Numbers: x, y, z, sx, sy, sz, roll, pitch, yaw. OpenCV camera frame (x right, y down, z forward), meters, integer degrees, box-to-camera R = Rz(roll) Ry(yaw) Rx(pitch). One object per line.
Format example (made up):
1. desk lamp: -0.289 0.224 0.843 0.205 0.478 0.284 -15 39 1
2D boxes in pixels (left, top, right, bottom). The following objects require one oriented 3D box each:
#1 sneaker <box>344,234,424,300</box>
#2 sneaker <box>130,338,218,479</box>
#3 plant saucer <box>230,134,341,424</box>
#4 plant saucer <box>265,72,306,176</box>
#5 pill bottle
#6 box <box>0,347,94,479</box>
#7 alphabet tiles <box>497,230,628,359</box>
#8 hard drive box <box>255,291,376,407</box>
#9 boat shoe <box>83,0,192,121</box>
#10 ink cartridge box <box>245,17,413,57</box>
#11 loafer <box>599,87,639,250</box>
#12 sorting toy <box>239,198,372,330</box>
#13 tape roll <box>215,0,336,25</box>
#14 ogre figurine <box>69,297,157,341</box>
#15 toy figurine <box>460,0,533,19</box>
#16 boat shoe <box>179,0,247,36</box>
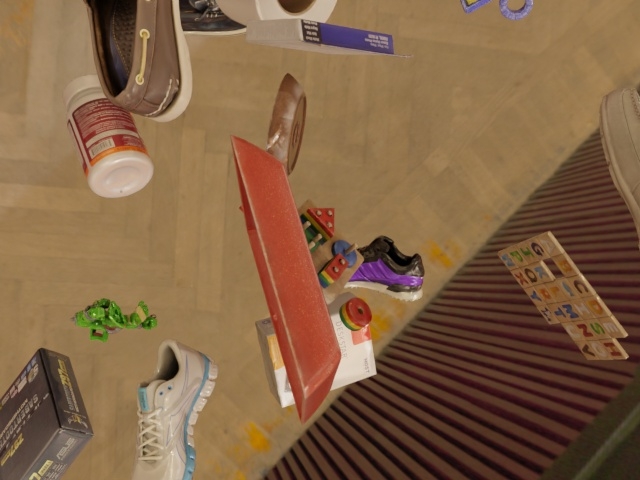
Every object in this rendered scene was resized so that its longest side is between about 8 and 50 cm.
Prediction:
1. sneaker: 0.126 0.048 1.792 0.293 0.102 0.146 11 119 12
2. sneaker: -0.171 0.190 0.737 0.071 0.083 0.191 -11 50 24
3. plant saucer: -0.034 0.051 0.744 0.047 0.258 0.259 -16 71 -8
4. plant saucer: -0.056 -0.186 1.209 0.036 0.198 0.198 11 84 5
5. pill bottle: -0.403 -0.198 1.316 0.121 0.121 0.221 -22 64 -11
6. box: -0.441 0.304 1.037 0.059 0.183 0.233 31 101 -42
7. alphabet tiles: 0.402 0.099 1.160 0.009 0.198 0.237 -35 87 -13
8. hard drive box: -0.009 0.237 1.550 0.232 0.089 0.181 -17 110 -18
9. boat shoe: -0.247 -0.312 0.886 0.116 0.097 0.324 -15 82 28
10. ink cartridge box: 0.016 -0.364 1.262 0.223 0.224 0.045 -5 107 -40
11. loafer: 0.402 -0.054 0.790 0.112 0.111 0.319 31 42 -44
12. sorting toy: 0.000 0.000 1.062 0.274 0.046 0.132 47 38 -4
13. tape roll: -0.098 -0.581 1.551 0.246 0.169 0.246 -25 131 -33
14. ogre figurine: -0.473 0.177 1.580 0.118 0.197 0.097 -10 93 25
15. toy figurine: 0.152 -0.305 0.755 0.362 0.191 0.217 -25 127 23
16. boat shoe: -0.299 -0.632 1.803 0.500 0.156 0.187 -8 71 -3
